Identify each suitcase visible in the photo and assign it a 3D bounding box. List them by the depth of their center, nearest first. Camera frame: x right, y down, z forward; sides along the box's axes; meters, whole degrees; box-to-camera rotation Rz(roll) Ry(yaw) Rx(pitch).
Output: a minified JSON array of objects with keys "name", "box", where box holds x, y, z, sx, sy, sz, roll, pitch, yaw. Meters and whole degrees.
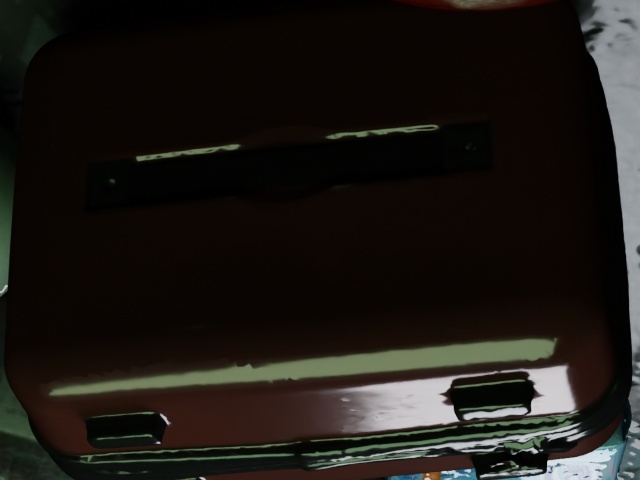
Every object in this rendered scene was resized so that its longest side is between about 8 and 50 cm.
[{"name":"suitcase","box":[0.000,0.000,0.964,0.297,0.236,0.161,-7,151,10]}]

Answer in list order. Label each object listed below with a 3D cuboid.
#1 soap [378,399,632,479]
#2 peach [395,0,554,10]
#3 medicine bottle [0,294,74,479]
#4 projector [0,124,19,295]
[{"name":"soap","box":[0.112,0.166,1.283,0.156,0.077,0.293,2,141,0]},{"name":"peach","box":[0.043,-0.188,0.754,0.243,0.199,0.243,5,151,3]},{"name":"medicine bottle","box":[-0.173,0.123,1.173,0.273,0.165,0.165,18,138,-18]},{"name":"projector","box":[-0.278,-0.080,0.953,0.108,0.108,0.337,-24,139,28]}]
